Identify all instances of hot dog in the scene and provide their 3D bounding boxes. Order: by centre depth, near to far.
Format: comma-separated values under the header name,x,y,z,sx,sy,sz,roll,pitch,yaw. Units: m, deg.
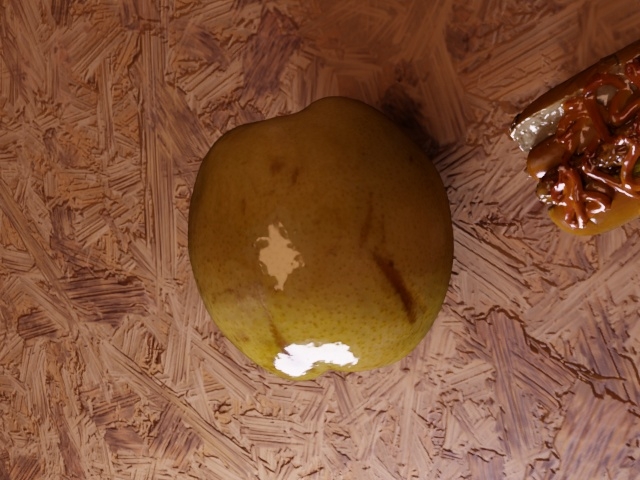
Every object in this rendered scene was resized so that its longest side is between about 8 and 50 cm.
name,x,y,z,sx,sy,sz,roll,pitch,yaw
hot dog,0.336,-0.121,0.849,0.348,0.117,0.158,-28,89,38

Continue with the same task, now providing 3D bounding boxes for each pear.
name,x,y,z,sx,sy,sz,roll,pitch,yaw
pear,0.000,0.000,1.021,0.314,0.314,0.315,12,112,33
